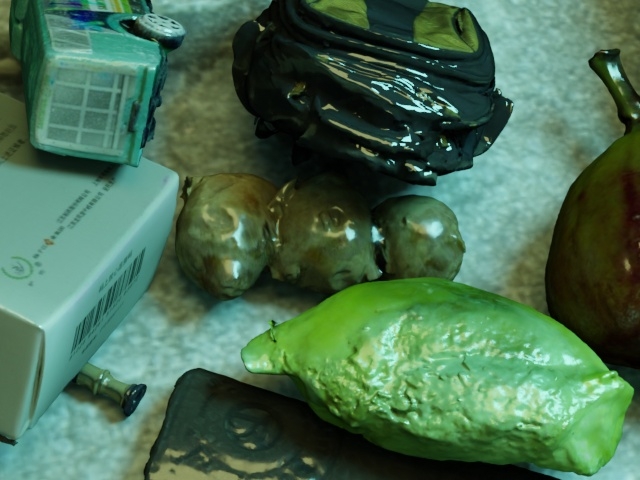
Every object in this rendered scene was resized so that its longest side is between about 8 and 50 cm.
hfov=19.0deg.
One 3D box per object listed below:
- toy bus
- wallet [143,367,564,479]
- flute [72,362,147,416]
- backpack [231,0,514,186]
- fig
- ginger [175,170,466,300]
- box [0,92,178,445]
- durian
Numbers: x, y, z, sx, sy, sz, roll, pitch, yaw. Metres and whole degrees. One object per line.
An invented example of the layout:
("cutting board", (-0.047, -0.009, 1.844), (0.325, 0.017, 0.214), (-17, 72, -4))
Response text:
("toy bus", (-0.160, -0.139, 1.344), (0.109, 0.091, 0.261), (7, 23, -15))
("wallet", (0.038, 0.193, 1.241), (0.321, 0.044, 0.170), (17, 54, 3))
("flute", (-0.226, 0.059, 1.307), (0.233, 0.027, 0.027), (25, 56, 9))
("backpack", (0.036, -0.107, 1.357), (0.206, 0.133, 0.258), (11, 15, -4))
("fig", (0.229, -0.022, 1.350), (0.170, 0.145, 0.274), (8, 53, -21))
("ginger", (0.000, 0.000, 1.343), (0.204, 0.080, 0.104), (1, 51, -4))
("box", (-0.273, -0.019, 1.273), (0.299, 0.106, 0.200), (26, 37, 8))
("durian", (0.081, 0.084, 1.267), (0.250, 0.101, 0.139), (18, 19, 12))
